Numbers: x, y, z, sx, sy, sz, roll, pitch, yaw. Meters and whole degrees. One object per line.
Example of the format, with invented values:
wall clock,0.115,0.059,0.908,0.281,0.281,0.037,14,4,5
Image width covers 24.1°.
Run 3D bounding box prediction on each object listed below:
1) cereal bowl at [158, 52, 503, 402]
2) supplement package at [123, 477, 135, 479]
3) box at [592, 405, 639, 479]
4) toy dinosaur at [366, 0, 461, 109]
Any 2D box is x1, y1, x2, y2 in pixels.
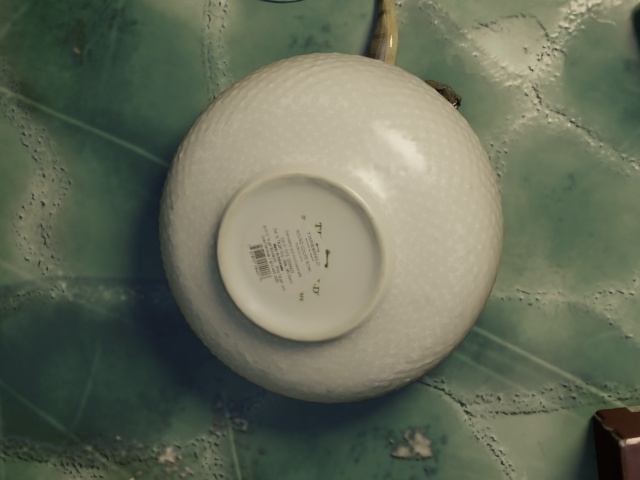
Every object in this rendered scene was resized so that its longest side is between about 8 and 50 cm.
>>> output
cereal bowl,0.000,0.000,1.401,0.339,0.141,0.339,3,104,12
supplement package,-0.293,0.370,1.434,0.262,0.199,0.198,-16,90,4
box,0.351,0.351,1.403,0.143,0.191,0.381,-8,92,3
toy dinosaur,0.071,-0.119,1.476,0.118,0.064,0.268,16,89,10
